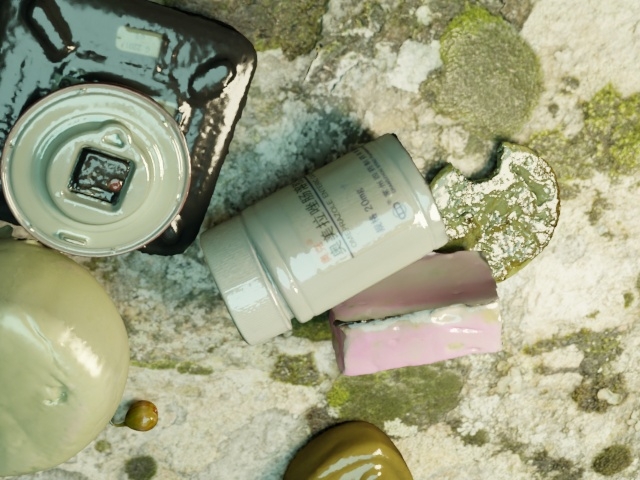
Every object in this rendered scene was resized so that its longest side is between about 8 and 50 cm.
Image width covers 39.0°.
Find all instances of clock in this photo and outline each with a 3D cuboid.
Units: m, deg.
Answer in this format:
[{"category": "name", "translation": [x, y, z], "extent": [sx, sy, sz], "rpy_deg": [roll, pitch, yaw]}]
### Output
[{"category": "clock", "translation": [-0.291, -0.089, 1.184], "extent": [0.244, 0.056, 0.244], "rpy_deg": [-7, 114, -15]}]

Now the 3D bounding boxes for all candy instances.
[{"category": "candy", "translation": [0.143, 0.106, 1.406], "extent": [0.265, 0.155, 0.116], "rpy_deg": [-10, 124, -1]}]

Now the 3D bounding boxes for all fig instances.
[{"category": "fig", "translation": [-0.300, 0.286, 1.454], "extent": [0.083, 0.050, 0.050], "rpy_deg": [-15, 117, 11]}]

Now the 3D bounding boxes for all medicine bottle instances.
[{"category": "medicine bottle", "translation": [0.000, 0.000, 1.324], "extent": [0.332, 0.190, 0.190], "rpy_deg": [-29, 117, -2]}]

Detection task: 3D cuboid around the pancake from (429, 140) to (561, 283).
[{"category": "pancake", "translation": [0.275, -0.036, 1.469], "extent": [0.253, 0.037, 0.254], "rpy_deg": [-5, 115, -12]}]

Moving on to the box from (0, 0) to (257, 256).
[{"category": "box", "translation": [-0.295, -0.165, 1.230], "extent": [0.359, 0.091, 0.350], "rpy_deg": [13, 109, -22]}]

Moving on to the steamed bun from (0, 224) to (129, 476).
[{"category": "steamed bun", "translation": [-0.427, 0.155, 1.256], "extent": [0.334, 0.233, 0.312], "rpy_deg": [-27, 119, 18]}]

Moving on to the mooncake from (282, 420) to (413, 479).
[{"category": "mooncake", "translation": [0.057, 0.431, 1.573], "extent": [0.234, 0.117, 0.235], "rpy_deg": [-5, 115, -10]}]
